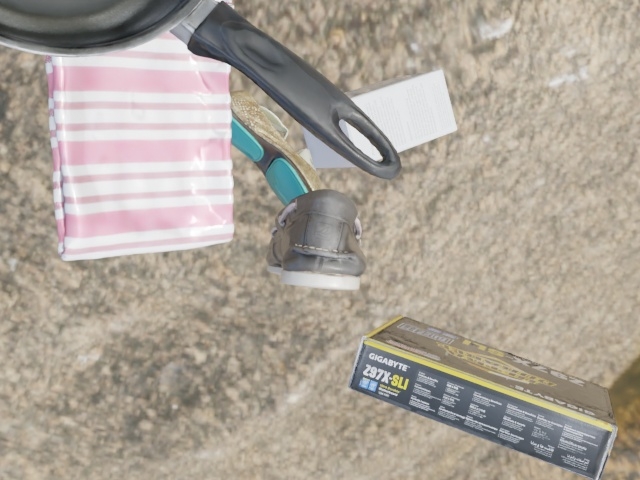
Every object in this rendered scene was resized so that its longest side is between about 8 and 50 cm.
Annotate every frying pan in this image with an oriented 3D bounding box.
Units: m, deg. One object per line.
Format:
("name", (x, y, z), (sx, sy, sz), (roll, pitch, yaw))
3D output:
("frying pan", (-0.087, -0.170, 0.484), (0.326, 0.197, 0.053), (18, 164, -23))

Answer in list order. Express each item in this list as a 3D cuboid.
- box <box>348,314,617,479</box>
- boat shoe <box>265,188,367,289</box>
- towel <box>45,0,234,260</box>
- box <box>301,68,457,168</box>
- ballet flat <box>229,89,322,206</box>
("box", (0.222, 0.198, 1.169), (0.322, 0.257, 0.079), (19, 94, 15))
("boat shoe", (0.000, 0.000, 0.969), (0.112, 0.335, 0.095), (8, 90, -5))
("towel", (-0.128, -0.085, 0.648), (0.144, 0.029, 0.197), (-8, 104, -35))
("box", (0.078, -0.167, 1.209), (0.171, 0.130, 0.091), (-22, 104, -25))
("ballet flat", (-0.050, -0.108, 1.073), (0.206, 0.067, 0.073), (50, 144, -3))
